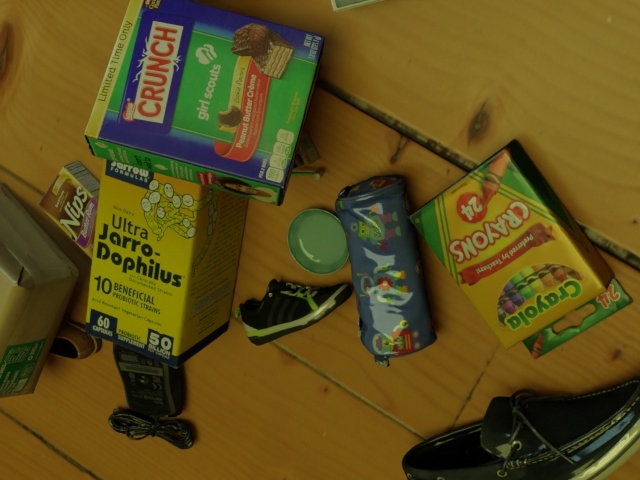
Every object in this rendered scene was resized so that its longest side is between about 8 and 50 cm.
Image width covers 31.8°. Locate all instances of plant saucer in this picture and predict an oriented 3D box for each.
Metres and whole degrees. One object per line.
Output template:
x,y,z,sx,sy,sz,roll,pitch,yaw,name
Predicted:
0.000,0.000,1.945,0.119,0.021,0.119,7,109,22,plant saucer

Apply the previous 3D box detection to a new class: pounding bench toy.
-0.040,-0.131,1.903,0.065,0.052,0.083,-24,95,29,pounding bench toy

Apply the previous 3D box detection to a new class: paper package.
-0.644,0.104,2.151,0.309,0.168,0.325,43,120,27,paper package

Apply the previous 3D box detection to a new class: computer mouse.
-0.328,0.267,2.162,0.188,0.072,0.272,10,123,19,computer mouse

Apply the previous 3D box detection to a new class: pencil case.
0.104,0.046,1.855,0.133,0.119,0.306,-8,102,14,pencil case

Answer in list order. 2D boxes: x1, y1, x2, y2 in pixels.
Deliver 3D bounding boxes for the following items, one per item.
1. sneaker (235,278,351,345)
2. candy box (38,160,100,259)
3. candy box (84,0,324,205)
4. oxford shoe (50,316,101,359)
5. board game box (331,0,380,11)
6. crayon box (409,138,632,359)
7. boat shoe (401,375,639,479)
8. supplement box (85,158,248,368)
-0.057,0.110,1.971,0.234,0.084,0.097,-25,94,29,sneaker
-0.432,-0.045,2.113,0.186,0.053,0.109,45,120,7,candy box
-0.178,-0.227,1.774,0.317,0.122,0.268,14,74,1,candy box
-0.543,0.184,2.226,0.212,0.076,0.076,14,113,22,oxford shoe
0.143,-0.474,1.690,0.305,0.053,0.193,-9,104,21,board game box
0.317,0.028,1.775,0.202,0.081,0.318,-37,89,29,crayon box
0.333,0.326,1.809,0.500,0.187,0.156,-32,97,35,boat shoe
-0.266,0.007,1.971,0.194,0.195,0.357,18,113,19,supplement box
